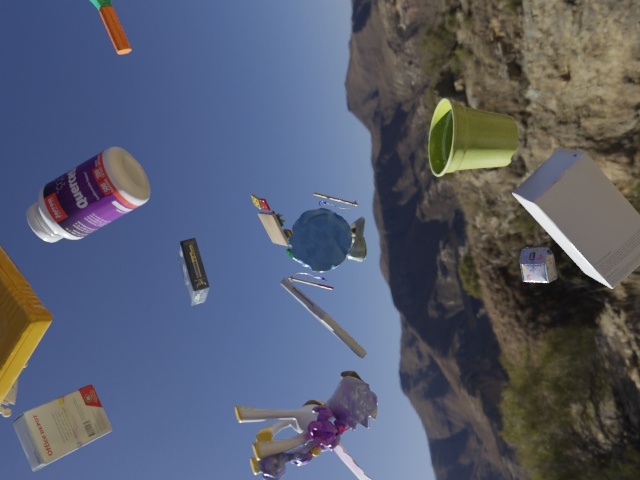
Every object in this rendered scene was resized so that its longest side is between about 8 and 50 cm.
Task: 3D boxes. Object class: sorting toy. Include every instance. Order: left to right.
[{"bbox_3d":[-0.167,-0.060,1.975,0.132,0.046,0.275,10,131,60],"label":"sorting toy"}]

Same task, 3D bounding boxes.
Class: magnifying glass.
[{"bbox_3d":[-0.432,-0.479,1.039,0.092,0.026,0.231,-25,-85,-35],"label":"magnifying glass"}]

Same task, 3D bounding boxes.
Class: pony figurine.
[{"bbox_3d":[0.005,0.466,1.299,0.351,0.363,0.303,-156,58,-67],"label":"pony figurine"}]

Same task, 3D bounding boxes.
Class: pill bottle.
[{"bbox_3d":[-0.668,-0.122,1.519,0.181,0.323,0.181,60,-172,-15],"label":"pill bottle"}]

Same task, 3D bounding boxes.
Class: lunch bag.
[{"bbox_3d":[0.526,0.058,1.285,0.053,0.071,0.083,-14,-82,-37],"label":"lunch bag"}]

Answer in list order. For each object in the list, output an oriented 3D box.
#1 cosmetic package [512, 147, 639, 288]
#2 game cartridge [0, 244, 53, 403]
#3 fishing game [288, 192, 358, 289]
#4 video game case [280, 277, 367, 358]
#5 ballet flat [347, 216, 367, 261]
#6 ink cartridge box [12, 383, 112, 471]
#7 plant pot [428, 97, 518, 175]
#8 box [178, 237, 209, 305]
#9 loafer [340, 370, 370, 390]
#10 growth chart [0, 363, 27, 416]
[{"bbox_3d":[0.752,-0.065,1.496,0.365,0.197,0.155,45,-171,-12],"label":"cosmetic package"},{"bbox_3d":[-0.569,0.123,0.810,0.323,0.285,0.052,40,-169,26],"label":"game cartridge"},{"bbox_3d":[0.000,0.000,1.501,0.041,0.189,0.264,30,-108,-72],"label":"fishing game"},{"bbox_3d":[0.008,0.194,1.327,0.193,0.023,0.212,35,170,48],"label":"video game case"},{"bbox_3d":[0.108,-0.014,1.655,0.213,0.068,0.072,-87,5,-55],"label":"ballet flat"},{"bbox_3d":[-0.608,0.438,1.251,0.175,0.072,0.127,-15,-106,-56],"label":"ink cartridge box"},{"bbox_3d":[0.551,-0.361,1.894,0.276,0.253,0.276,-177,90,-84],"label":"plant pot"},{"bbox_3d":[-0.449,0.115,1.864,0.233,0.059,0.183,130,122,-66],"label":"box"},{"bbox_3d":[0.108,0.448,1.638,0.056,0.050,0.148,-44,-55,-26],"label":"loafer"},{"bbox_3d":[-0.671,0.256,1.052,0.172,0.021,0.237,44,176,-27],"label":"growth chart"}]
